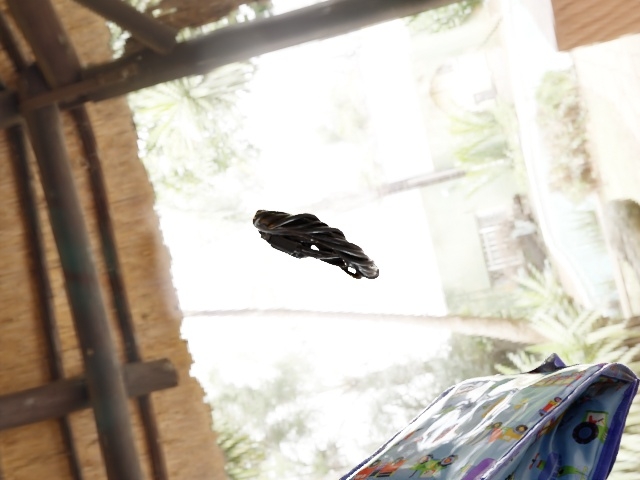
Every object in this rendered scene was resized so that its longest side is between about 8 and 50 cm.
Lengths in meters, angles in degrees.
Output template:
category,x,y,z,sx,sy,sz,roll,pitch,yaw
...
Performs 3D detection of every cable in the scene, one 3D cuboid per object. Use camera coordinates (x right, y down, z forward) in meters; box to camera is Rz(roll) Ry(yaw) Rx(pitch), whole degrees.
category,x,y,z,sx,sy,sz,roll,pitch,yaw
cable,0.000,0.000,1.137,0.047,0.184,0.150,-66,8,-14

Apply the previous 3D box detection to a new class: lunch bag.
category,x,y,z,sx,sy,sz,roll,pitch,yaw
lunch bag,0.174,0.211,0.891,0.293,0.221,0.138,-43,-77,-36
